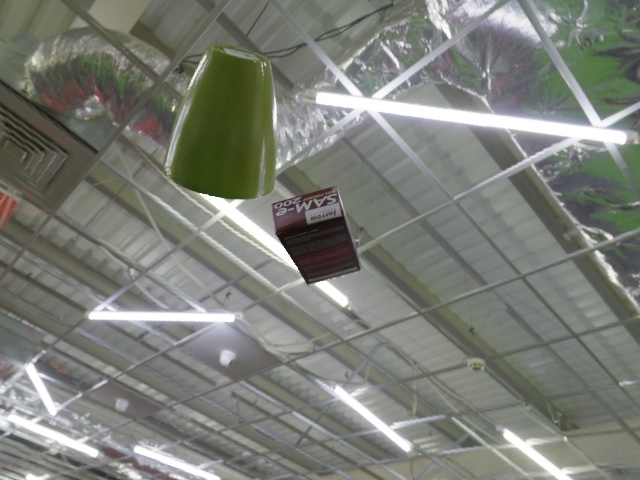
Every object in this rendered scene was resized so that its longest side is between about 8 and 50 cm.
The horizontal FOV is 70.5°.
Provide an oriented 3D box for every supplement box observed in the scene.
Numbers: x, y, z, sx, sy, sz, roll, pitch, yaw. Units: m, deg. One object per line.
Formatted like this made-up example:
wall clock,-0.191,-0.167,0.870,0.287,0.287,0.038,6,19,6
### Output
supplement box,0.000,0.000,0.901,0.130,0.073,0.239,-15,-30,5

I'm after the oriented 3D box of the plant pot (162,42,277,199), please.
plant pot,-0.212,-0.289,1.058,0.274,0.275,0.294,16,-63,-2
